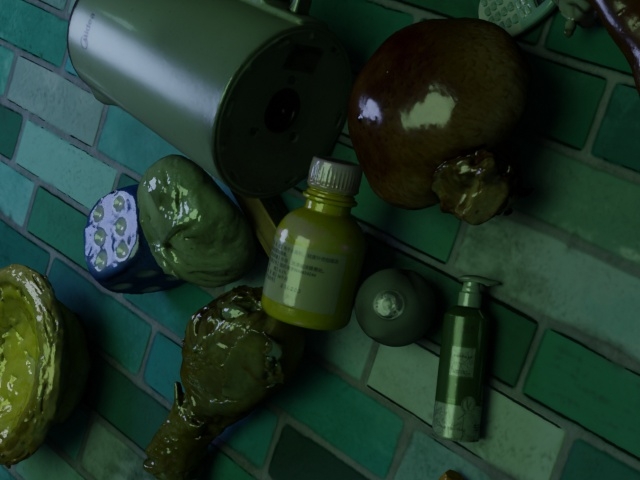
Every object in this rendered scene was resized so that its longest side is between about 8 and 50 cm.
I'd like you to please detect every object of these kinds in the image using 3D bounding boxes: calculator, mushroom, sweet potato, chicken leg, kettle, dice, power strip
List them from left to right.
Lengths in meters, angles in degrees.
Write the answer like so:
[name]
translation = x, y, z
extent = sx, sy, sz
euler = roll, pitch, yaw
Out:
[dice]
translation = -0.273, 0.000, 2.046
extent = 0.146, 0.146, 0.143
euler = -25, 65, 36
[kettle]
translation = -0.156, -0.297, 1.852
extent = 0.376, 0.250, 0.361
euler = 32, 114, 37
[chicken leg]
translation = -0.150, 0.225, 1.896
extent = 0.201, 0.152, 0.429
euler = 51, 127, 28
[power strip]
translation = -0.053, 0.000, 1.876
extent = 0.044, 0.064, 0.305
euler = -47, 54, 23
[mushroom]
translation = 0.149, -0.147, 1.602
extent = 0.263, 0.195, 0.283
euler = -51, 52, 21
[calculator]
translation = 0.256, -0.311, 1.636
extent = 0.153, 0.021, 0.095
euler = -36, 61, 37
[sweet potato]
translation = 0.397, -0.172, 1.417
extent = 0.112, 0.112, 0.359
euler = -39, 62, 35

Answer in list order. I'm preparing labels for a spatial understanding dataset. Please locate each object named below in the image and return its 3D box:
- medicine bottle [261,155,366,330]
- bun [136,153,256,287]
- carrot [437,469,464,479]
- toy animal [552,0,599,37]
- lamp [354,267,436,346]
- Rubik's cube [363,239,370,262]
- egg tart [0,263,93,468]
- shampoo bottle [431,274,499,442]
[medicine bottle]
translation = 0.000, 0.000, 1.699
extent = 0.121, 0.121, 0.213
euler = 21, 103, 45
[bun]
translation = -0.192, -0.017, 1.917
extent = 0.212, 0.126, 0.204
euler = 44, 161, 26
[carrot]
translation = 0.139, 0.369, 1.653
extent = 0.042, 0.042, 0.171
euler = 32, 111, 43
[toy animal]
translation = 0.347, -0.343, 1.502
extent = 0.216, 0.073, 0.176
euler = -14, 106, 26
[lamp]
translation = 0.097, 0.085, 1.685
extent = 0.105, 0.105, 0.105
euler = -8, 79, 45
[Rubik's cube]
translation = 0.017, 0.014, 1.797
extent = 0.075, 0.073, 0.084
euler = 4, 89, 45
[egg tart]
translation = -0.505, 0.215, 2.255
extent = 0.345, 0.132, 0.346
euler = -9, 78, 44
[shampoo bottle]
translation = 0.180, 0.145, 1.627
extent = 0.065, 0.065, 0.205
euler = 5, 88, 45
